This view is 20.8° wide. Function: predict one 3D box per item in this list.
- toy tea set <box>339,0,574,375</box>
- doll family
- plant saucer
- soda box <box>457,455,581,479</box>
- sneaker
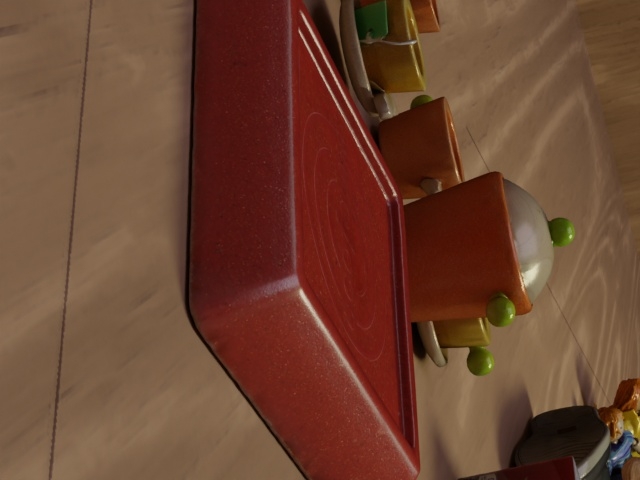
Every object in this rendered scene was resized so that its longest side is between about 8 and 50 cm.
[{"bbox_3d":[0.097,-0.079,1.207,0.200,0.124,0.336,31,47,-77],"label":"toy tea set"},{"bbox_3d":[0.350,0.249,1.966,0.263,0.118,0.163,-41,125,-53],"label":"doll family"},{"bbox_3d":[0.000,0.000,0.962,0.259,0.047,0.258,58,23,-49],"label":"plant saucer"},{"bbox_3d":[0.149,0.278,1.180,0.263,0.092,0.083,-88,160,-46],"label":"soda box"},{"bbox_3d":[0.229,0.224,1.542,0.222,0.083,0.118,-29,106,-76],"label":"sneaker"}]
